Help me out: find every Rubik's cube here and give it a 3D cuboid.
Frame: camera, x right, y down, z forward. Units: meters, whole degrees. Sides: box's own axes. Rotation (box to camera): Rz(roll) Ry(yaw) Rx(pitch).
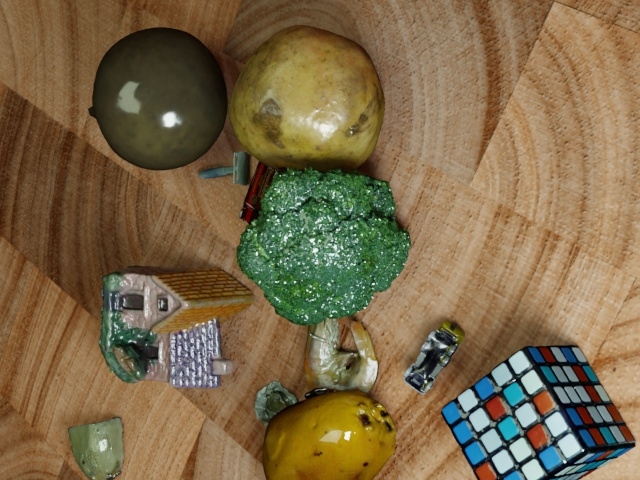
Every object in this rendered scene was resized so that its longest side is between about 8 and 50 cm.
[{"bbox_3d":[0.325,0.278,1.585,0.182,0.187,0.184,-41,64,29],"label":"Rubik's cube"}]

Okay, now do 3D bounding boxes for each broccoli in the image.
[{"bbox_3d":[0.000,0.000,1.809,0.275,0.308,0.307,38,111,57],"label":"broccoli"}]

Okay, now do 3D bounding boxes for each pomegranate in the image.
[{"bbox_3d":[-0.025,-0.239,1.848,0.281,0.281,0.281,-4,84,39],"label":"pomegranate"}]

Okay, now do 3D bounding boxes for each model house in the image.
[{"bbox_3d":[-0.280,0.168,2.066,0.237,0.202,0.236,0,86,40],"label":"model house"}]

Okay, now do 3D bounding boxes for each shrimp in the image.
[{"bbox_3d":[0.029,0.183,1.912,0.150,0.068,0.248,-13,83,25],"label":"shrimp"}]

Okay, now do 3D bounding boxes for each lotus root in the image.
[{"bbox_3d":[-0.490,0.458,2.296,0.143,0.070,0.144,-27,70,35],"label":"lotus root"}]

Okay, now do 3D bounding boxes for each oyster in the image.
[{"bbox_3d":[-0.078,0.315,2.009,0.098,0.037,0.100,-23,50,16],"label":"oyster"}]

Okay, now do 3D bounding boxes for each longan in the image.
[{"bbox_3d":[-0.321,-0.279,2.097,0.297,0.297,0.297,-4,84,39],"label":"longan"}]

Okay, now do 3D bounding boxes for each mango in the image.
[{"bbox_3d":[0.009,0.366,1.851,0.201,0.152,0.287,40,130,-6],"label":"mango"}]

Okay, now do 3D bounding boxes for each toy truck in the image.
[{"bbox_3d":[0.193,0.195,1.777,0.052,0.063,0.123,35,111,12],"label":"toy truck"}]

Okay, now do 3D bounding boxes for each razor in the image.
[{"bbox_3d":[-0.198,-0.139,2.139,0.135,0.040,0.068,-4,83,45],"label":"razor"}]

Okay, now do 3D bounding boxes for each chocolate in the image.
[{"bbox_3d":[-0.106,-0.112,2.064,0.086,0.028,0.182,26,102,45],"label":"chocolate"}]

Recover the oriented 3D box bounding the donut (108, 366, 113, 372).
[{"bbox_3d":[-0.400,0.192,2.197,0.068,0.174,0.174,8,91,7],"label":"donut"}]
